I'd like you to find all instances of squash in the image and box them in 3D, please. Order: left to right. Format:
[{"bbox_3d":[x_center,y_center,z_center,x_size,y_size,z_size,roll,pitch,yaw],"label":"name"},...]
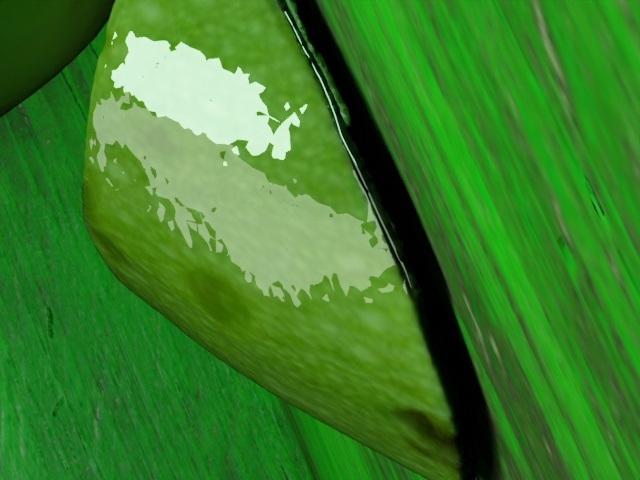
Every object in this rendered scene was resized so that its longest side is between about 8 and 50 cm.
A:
[{"bbox_3d":[-0.023,0.007,0.515,0.192,0.085,0.184,73,173,-59],"label":"squash"}]

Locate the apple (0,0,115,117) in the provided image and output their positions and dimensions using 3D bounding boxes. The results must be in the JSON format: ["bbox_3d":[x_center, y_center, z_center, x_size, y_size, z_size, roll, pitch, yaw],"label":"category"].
[{"bbox_3d":[-0.187,-0.158,0.551,0.279,0.279,0.279,157,90,-85],"label":"apple"}]
